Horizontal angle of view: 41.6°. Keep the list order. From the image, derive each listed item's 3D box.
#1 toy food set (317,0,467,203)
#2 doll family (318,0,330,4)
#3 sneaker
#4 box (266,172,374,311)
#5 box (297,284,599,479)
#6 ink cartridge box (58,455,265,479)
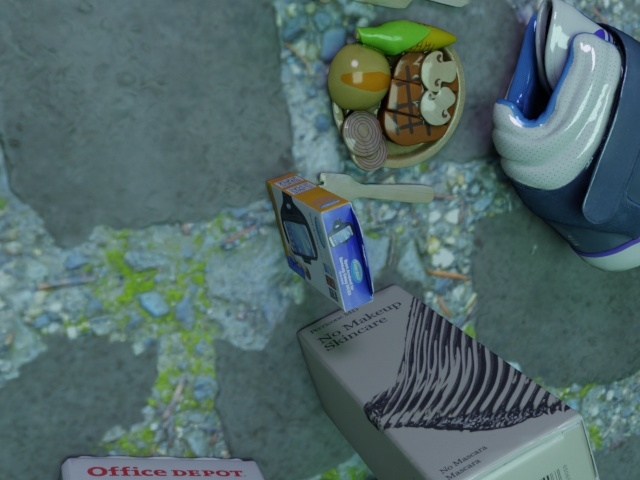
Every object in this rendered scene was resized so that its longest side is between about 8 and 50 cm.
[{"bbox_3d":[0.066,-0.119,0.698,0.132,0.038,0.192,1,105,-22],"label":"toy food set"},{"bbox_3d":[0.059,-0.293,0.584,0.163,0.118,0.263,-16,118,-60],"label":"doll family"},{"bbox_3d":[0.293,-0.146,0.728,0.323,0.130,0.236,-44,120,2],"label":"sneaker"},{"bbox_3d":[0.000,0.000,0.652,0.028,0.136,0.081,-20,111,-15],"label":"box"},{"bbox_3d":[0.084,0.133,0.647,0.113,0.275,0.094,-25,113,-14],"label":"box"},{"bbox_3d":[-0.105,0.267,0.634,0.172,0.237,0.100,7,105,-23],"label":"ink cartridge box"}]
